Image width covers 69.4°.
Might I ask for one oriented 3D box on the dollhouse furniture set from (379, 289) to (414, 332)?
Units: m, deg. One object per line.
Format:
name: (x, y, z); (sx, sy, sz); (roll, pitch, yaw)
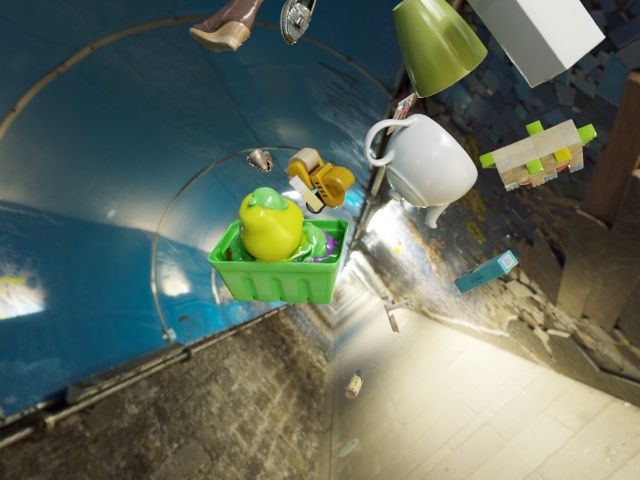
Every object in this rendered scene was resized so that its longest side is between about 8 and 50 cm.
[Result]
dollhouse furniture set: (0.230, 0.202, 1.335); (0.081, 0.091, 0.114); (-19, -46, 4)

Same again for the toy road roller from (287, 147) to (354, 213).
toy road roller: (0.017, -0.315, 2.290); (0.240, 0.330, 0.202); (-20, 19, 37)

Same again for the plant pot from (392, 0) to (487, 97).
plant pot: (0.379, -0.699, 1.589); (0.274, 0.294, 0.275); (-33, 22, 15)

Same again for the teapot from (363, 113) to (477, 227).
teapot: (0.243, -0.174, 1.146); (0.187, 0.256, 0.252); (-43, -11, 7)

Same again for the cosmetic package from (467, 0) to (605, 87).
cosmetic package: (0.605, -0.652, 1.337); (0.155, 0.366, 0.197); (-41, 7, -2)

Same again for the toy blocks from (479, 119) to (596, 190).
toy blocks: (0.841, -0.305, 1.785); (0.381, 0.191, 0.260); (-21, -25, 24)

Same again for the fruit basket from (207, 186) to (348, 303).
fruit basket: (-0.117, -0.010, 1.266); (0.392, 0.392, 0.283); (-43, 15, 29)

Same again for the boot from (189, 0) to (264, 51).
boot: (-0.291, -0.706, 1.461); (0.207, 0.248, 0.090); (-61, -35, -4)

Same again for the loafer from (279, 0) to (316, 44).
loafer: (-0.065, -0.792, 1.569); (0.084, 0.096, 0.268); (-6, 62, 42)

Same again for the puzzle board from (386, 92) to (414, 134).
puzzle board: (0.268, -0.419, 1.541); (0.096, 0.011, 0.128); (-41, -20, -36)

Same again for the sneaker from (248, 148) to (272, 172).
sneaker: (-0.190, -0.252, 1.525); (0.066, 0.071, 0.188); (-35, 1, 8)

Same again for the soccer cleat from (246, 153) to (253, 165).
soccer cleat: (-0.303, -0.355, 2.043); (0.036, 0.029, 0.083); (-60, -13, -8)

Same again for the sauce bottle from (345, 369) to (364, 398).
sauce bottle: (0.118, 0.482, 1.561); (0.042, 0.042, 0.128); (-42, 1, 25)

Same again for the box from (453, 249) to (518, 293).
box: (0.650, 0.126, 1.828); (0.100, 0.060, 0.244); (-29, -7, -37)

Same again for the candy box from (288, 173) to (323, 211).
candy box: (-0.071, -0.224, 2.158); (0.053, 0.187, 0.109); (-41, 14, 3)
